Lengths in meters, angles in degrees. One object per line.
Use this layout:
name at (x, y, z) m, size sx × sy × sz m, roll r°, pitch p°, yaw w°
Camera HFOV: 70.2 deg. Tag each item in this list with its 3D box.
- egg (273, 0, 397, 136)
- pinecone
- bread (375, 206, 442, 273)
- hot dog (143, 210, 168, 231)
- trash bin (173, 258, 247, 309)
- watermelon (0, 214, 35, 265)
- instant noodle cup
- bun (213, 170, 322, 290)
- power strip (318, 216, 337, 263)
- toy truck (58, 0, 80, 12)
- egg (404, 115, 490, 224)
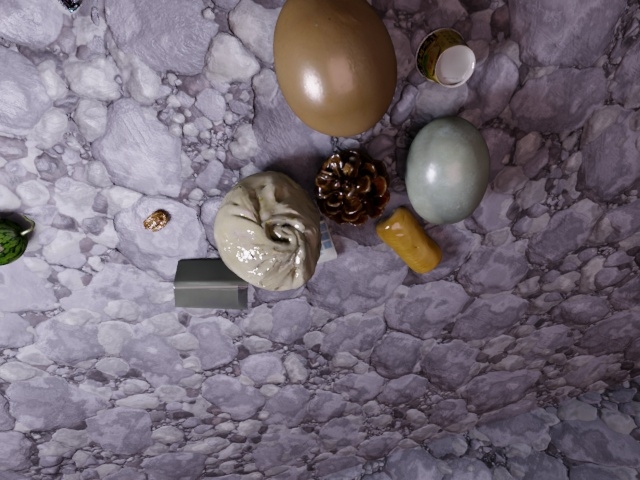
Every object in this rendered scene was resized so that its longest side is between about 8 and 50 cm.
egg at (0.036, -0.445, 1.147) m, size 0.301 × 0.301 × 0.373 m, roll -20°, pitch 115°, yaw 3°
pinecone at (0.094, -0.164, 1.379) m, size 0.244 × 0.309 × 0.243 m, roll 0°, pitch 90°, yaw 11°
bread at (0.329, 0.010, 1.648) m, size 0.142 × 0.091 × 0.305 m, roll -36°, pitch 123°, yaw 20°
hot dog at (-0.530, -0.061, 1.459) m, size 0.083 × 0.035 × 0.058 m, roll -36°, pitch 127°, yaw 14°
trash bin at (-0.369, 0.145, 1.561) m, size 0.241 × 0.164 × 0.122 m, roll 1°, pitch 123°, yaw -9°
watermelon at (-0.940, -0.004, 1.355) m, size 0.188 × 0.140 × 0.140 m, roll -24°, pitch 125°, yaw 1°
instant noodle cup at (0.355, -0.505, 1.276) m, size 0.152 × 0.122 × 0.151 m, roll -4°, pitch 125°, yaw -5°
bun at (-0.150, -0.028, 1.348) m, size 0.327 × 0.234 × 0.361 m, roll -5°, pitch 88°, yaw -12°
power strip at (0.000, 0.000, 1.607) m, size 0.082 × 0.035 × 0.192 m, roll -18°, pitch 125°, yaw 2°
toy truck at (-0.613, -0.585, 1.078) m, size 0.039 × 0.044 × 0.083 m, roll -44°, pitch 123°, yaw -7°
egg at (0.389, -0.208, 1.406) m, size 0.259 × 0.258 × 0.352 m, roll -14°, pitch 131°, yaw -2°
